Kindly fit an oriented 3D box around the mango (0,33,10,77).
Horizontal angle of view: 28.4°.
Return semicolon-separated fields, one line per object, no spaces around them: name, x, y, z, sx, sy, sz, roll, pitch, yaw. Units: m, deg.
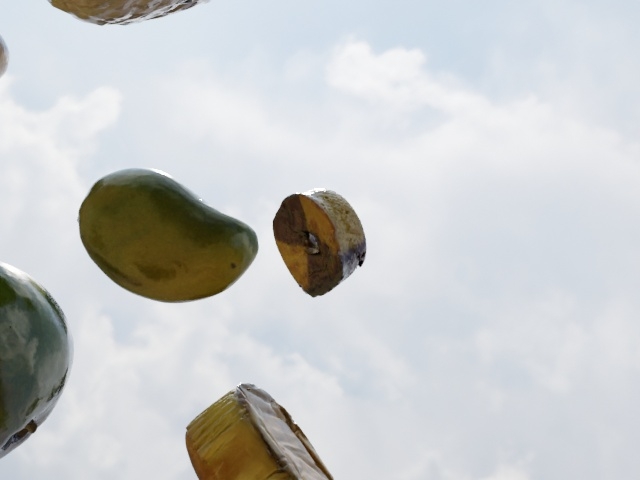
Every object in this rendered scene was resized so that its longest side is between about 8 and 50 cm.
mango;-0.426;-0.228;1.480;0.115;0.090;0.178;20;-6;22

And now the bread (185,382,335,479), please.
bread;-0.066;0.256;1.405;0.114;0.132;0.190;-42;-123;14

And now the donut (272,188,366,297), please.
donut;0.000;0.000;1.538;0.140;0.059;0.140;33;-45;40

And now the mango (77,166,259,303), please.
mango;-0.162;-0.001;1.268;0.191;0.122;0.085;31;-15;24

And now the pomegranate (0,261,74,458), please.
pomegranate;-0.291;0.077;1.003;0.179;0.179;0.211;-15;-84;47

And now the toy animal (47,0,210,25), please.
toy animal;-0.121;-0.289;0.998;0.226;0.358;0.188;-24;-51;7
